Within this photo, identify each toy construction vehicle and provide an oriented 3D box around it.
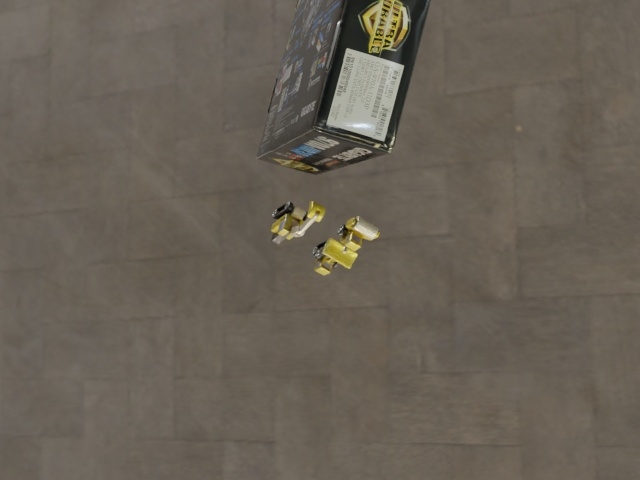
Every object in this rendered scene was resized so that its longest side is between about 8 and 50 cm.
[{"bbox_3d":[0.000,0.000,0.997,0.098,0.086,0.035,-25,39,55],"label":"toy construction vehicle"}]

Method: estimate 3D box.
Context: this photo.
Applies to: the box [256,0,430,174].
[{"bbox_3d":[0.017,-0.137,0.713,0.051,0.220,0.175,15,86,-11],"label":"box"}]
